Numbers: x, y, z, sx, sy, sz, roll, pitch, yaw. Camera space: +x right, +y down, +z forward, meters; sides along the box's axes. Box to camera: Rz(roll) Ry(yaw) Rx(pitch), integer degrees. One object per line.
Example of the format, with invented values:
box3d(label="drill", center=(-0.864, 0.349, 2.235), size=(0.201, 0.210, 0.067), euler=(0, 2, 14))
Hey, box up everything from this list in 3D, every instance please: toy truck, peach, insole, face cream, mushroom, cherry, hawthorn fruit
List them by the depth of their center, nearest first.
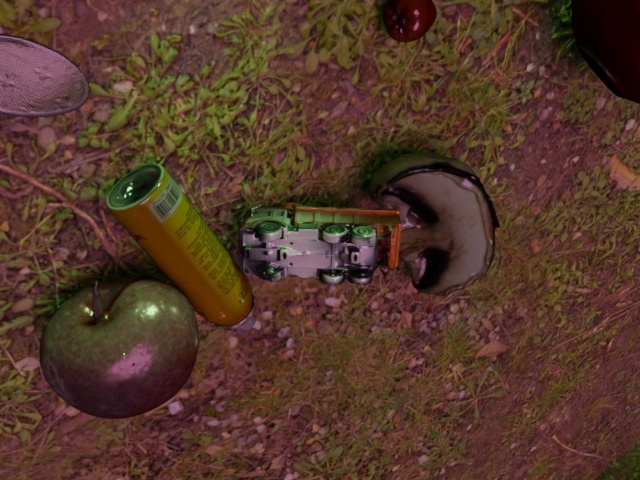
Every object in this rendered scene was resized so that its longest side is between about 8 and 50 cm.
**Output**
box3d(label="insole", center=(-0.459, -0.228, 0.841), size=(0.322, 0.007, 0.109), euler=(12, 111, -35))
box3d(label="cherry", center=(-0.309, 0.166, 1.031), size=(0.236, 0.212, 0.285), euler=(-6, 136, -1))
box3d(label="hawthorn fruit", center=(0.147, -0.362, 1.057), size=(0.093, 0.081, 0.081), euler=(-37, 136, -44))
box3d(label="face cream", center=(-0.204, 0.035, 1.079), size=(0.105, 0.105, 0.348), euler=(-36, 129, -5))
box3d(label="toy truck", center=(0.000, 0.000, 1.115), size=(0.271, 0.135, 0.114), euler=(2, 116, -1))
box3d(label="peach", center=(0.599, -0.394, 1.120), size=(0.310, 0.335, 0.406), euler=(-32, 138, 18))
box3d(label="mushroom", center=(0.206, -0.042, 1.254), size=(0.247, 0.130, 0.344), euler=(-26, 129, 20))
